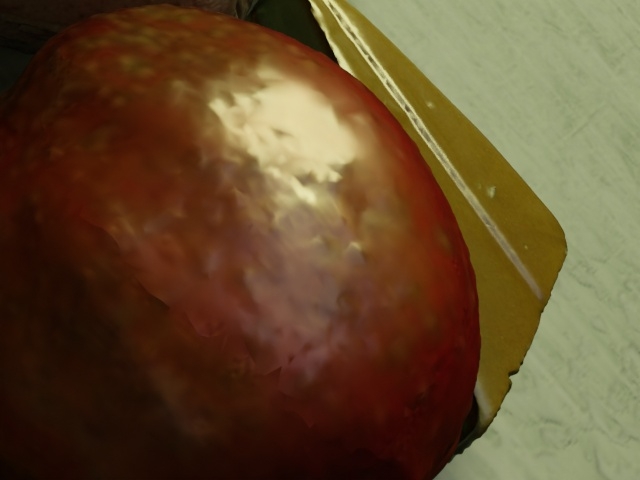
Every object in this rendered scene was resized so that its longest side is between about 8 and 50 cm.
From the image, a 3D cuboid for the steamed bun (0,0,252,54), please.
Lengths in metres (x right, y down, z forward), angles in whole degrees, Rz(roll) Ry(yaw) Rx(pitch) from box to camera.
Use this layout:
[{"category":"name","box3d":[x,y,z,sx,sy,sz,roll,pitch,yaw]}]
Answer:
[{"category":"steamed bun","box3d":[-0.099,-0.123,0.710,0.144,0.106,0.175,14,10,-14]}]

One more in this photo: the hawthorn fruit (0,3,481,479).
[{"category":"hawthorn fruit","box3d":[-0.030,0.041,0.599,0.253,0.205,0.205,44,41,20]}]

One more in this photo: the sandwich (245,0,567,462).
[{"category":"sandwich","box3d":[0.000,0.000,0.723,0.187,0.117,0.144,44,40,-4]}]
